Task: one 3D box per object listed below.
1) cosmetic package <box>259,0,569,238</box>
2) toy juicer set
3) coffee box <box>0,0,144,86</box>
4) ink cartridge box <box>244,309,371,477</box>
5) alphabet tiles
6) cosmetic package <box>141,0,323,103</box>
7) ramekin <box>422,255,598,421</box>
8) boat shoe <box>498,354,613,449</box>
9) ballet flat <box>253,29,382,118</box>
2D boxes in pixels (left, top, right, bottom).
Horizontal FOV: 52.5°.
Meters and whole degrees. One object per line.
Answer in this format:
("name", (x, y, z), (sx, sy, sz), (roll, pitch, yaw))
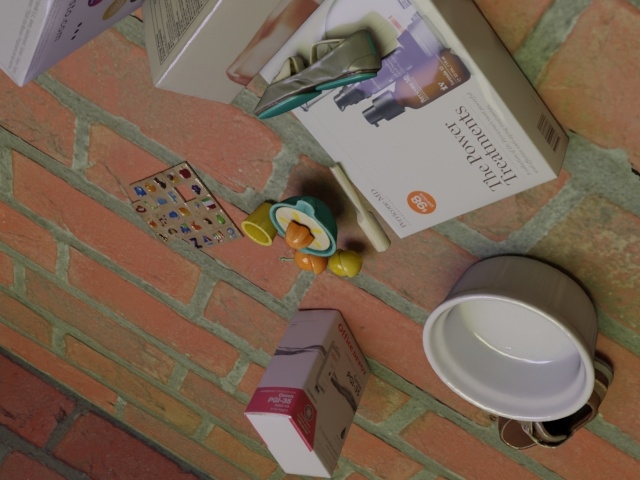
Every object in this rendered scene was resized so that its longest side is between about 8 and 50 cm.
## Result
("cosmetic package", (0.118, -0.200, 0.913), (0.377, 0.097, 0.284), (47, 140, -17))
("toy juicer set", (0.000, 0.000, 1.133), (0.209, 0.090, 0.329), (43, 153, -16))
("coffee box", (-0.316, -0.462, 0.734), (0.338, 0.334, 0.337), (44, 139, -11))
("ink cartridge box", (-0.016, 0.311, 1.356), (0.117, 0.283, 0.207), (-6, 127, 31))
("alphabet tiles", (-0.298, -0.058, 1.374), (0.237, 0.009, 0.198), (-13, 123, 40))
("cosmetic package", (-0.101, -0.327, 0.829), (0.129, 0.153, 0.296), (6, 152, -41))
("ramekin", (0.325, 0.159, 1.090), (0.277, 0.135, 0.277), (20, 135, 21))
("boat shoe", (0.422, 0.327, 1.225), (0.123, 0.116, 0.324), (27, 139, 6))
("ballet flat", (-0.012, -0.221, 0.862), (0.213, 0.072, 0.068), (-12, 95, 40))
